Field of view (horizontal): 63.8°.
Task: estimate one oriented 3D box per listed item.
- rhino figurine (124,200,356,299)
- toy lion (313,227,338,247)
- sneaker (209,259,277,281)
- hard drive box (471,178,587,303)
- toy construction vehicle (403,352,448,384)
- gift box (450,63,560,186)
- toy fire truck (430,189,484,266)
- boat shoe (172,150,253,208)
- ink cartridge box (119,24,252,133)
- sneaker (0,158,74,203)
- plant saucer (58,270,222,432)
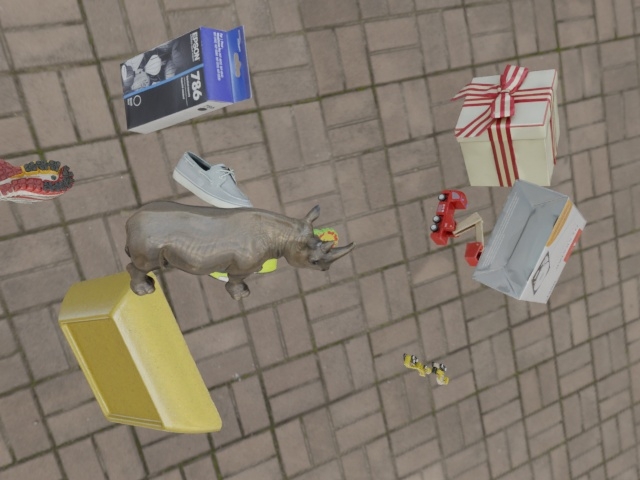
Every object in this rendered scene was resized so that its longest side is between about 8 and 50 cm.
[{"bbox_3d":[-0.084,0.006,0.535,0.243,0.073,0.106,0,137,-2],"label":"rhino figurine"},{"bbox_3d":[0.000,0.000,1.479,0.096,0.034,0.100,-47,128,8],"label":"toy lion"},{"bbox_3d":[-0.215,0.026,1.330,0.300,0.111,0.121,-14,119,-59],"label":"sneaker"},{"bbox_3d":[0.375,0.011,0.911,0.232,0.089,0.181,11,104,-56],"label":"hard drive box"},{"bbox_3d":[0.234,0.289,1.141,0.098,0.086,0.035,49,55,-48],"label":"toy construction vehicle"},{"bbox_3d":[0.496,-0.304,1.407,0.258,0.276,0.255,60,40,-43],"label":"gift box"},{"bbox_3d":[0.337,-0.036,1.232,0.047,0.135,0.192,41,60,-45],"label":"toy fire truck"},{"bbox_3d":[-0.231,-0.130,1.119,0.079,0.227,0.081,-2,119,-61],"label":"boat shoe"},{"bbox_3d":[-0.307,-0.356,1.139,0.065,0.333,0.165,-2,83,-60],"label":"ink cartridge box"},{"bbox_3d":[-0.602,-0.103,0.987,0.225,0.093,0.088,0,72,-41],"label":"sneaker"},{"bbox_3d":[-0.372,0.232,0.986,0.081,0.333,0.333,-33,105,-47],"label":"plant saucer"}]
